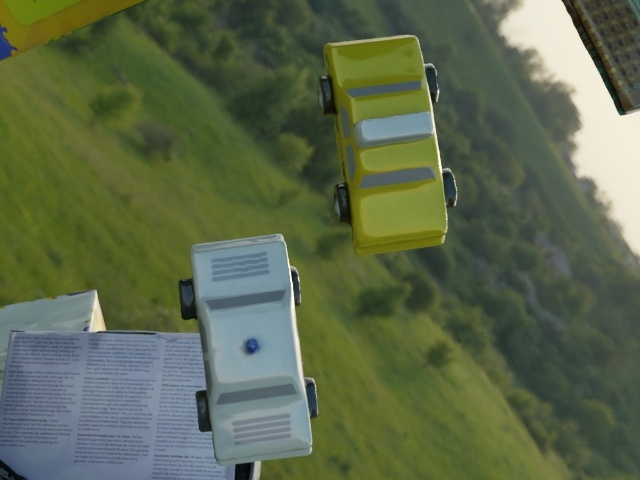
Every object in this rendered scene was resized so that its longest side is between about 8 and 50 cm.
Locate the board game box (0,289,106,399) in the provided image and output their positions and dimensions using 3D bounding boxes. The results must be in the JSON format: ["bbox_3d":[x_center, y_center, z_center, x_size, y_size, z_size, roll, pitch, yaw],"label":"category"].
[{"bbox_3d":[-0.311,0.220,1.500,0.142,0.144,0.275,-104,-176,-67],"label":"board game box"}]

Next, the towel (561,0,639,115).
[{"bbox_3d":[0.391,-0.288,1.306,0.271,0.370,0.040,65,-28,11],"label":"towel"}]

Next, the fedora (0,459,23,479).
[{"bbox_3d":[-0.387,0.281,1.093,0.334,0.152,0.334,33,15,-10],"label":"fedora"}]

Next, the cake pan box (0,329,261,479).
[{"bbox_3d":[-0.195,0.215,1.257,0.070,0.267,0.246,70,21,-72],"label":"cake pan box"}]

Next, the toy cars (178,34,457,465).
[{"bbox_3d":[0.000,0.000,1.022,0.176,0.393,0.087,33,-8,0],"label":"toy cars"}]

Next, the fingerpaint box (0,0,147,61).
[{"bbox_3d":[-0.271,-0.411,1.111,0.163,0.371,0.445,-38,109,-39],"label":"fingerpaint box"}]
